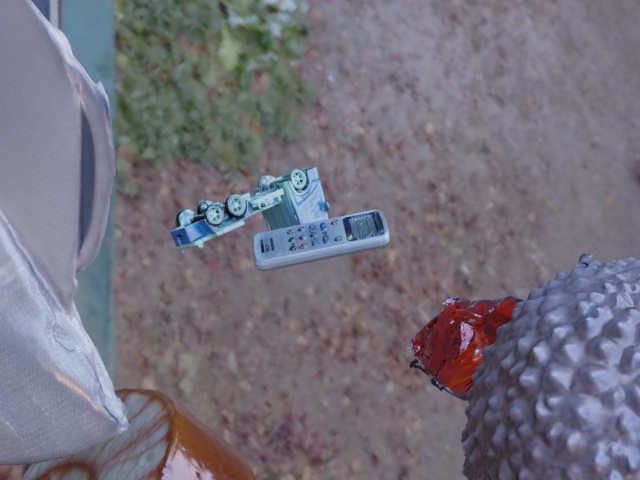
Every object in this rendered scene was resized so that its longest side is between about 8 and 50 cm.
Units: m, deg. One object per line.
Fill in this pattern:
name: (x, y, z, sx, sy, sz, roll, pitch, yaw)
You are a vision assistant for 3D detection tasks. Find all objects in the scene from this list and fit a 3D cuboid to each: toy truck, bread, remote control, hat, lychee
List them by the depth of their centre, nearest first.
hat: (-0.164, -0.032, 0.539, 0.219, 0.164, 0.226, -118, -175, -53)
bread: (-0.190, 0.279, 1.002, 0.114, 0.295, 0.328, 41, 62, -23)
lychee: (0.264, 0.161, 1.038, 0.300, 0.300, 0.300, 28, 39, -26)
remote control: (0.000, 0.000, 1.106, 0.053, 0.124, 0.018, -99, 178, -58)
toy truck: (-0.069, -0.016, 1.248, 0.175, 0.067, 0.081, -26, 100, -39)

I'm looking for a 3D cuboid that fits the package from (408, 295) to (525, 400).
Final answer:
package: (0.236, 0.159, 2.005, 0.071, 0.194, 0.269, 34, -5, -17)
